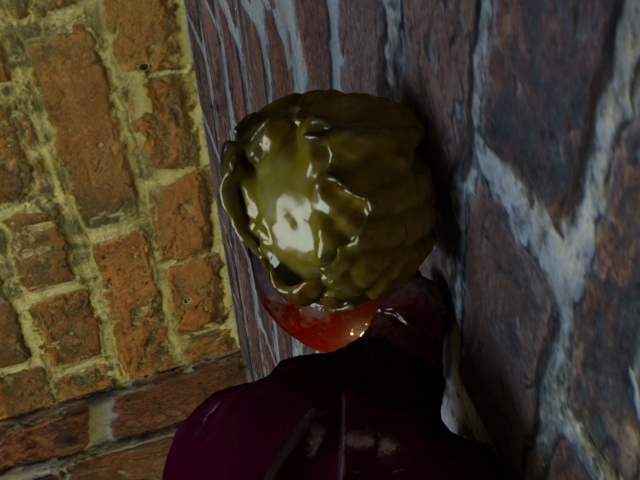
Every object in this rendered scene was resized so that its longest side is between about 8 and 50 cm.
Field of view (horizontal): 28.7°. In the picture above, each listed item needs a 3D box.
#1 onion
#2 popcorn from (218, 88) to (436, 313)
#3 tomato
[{"bbox_3d":[0.040,0.233,1.385,0.398,0.398,0.420,95,-172,-65],"label":"onion"},{"bbox_3d":[0.017,-0.049,1.323,0.190,0.250,0.250,17,-129,-62],"label":"popcorn"},{"bbox_3d":[-0.005,-0.003,1.624,0.290,0.176,0.335,93,160,-55],"label":"tomato"}]
